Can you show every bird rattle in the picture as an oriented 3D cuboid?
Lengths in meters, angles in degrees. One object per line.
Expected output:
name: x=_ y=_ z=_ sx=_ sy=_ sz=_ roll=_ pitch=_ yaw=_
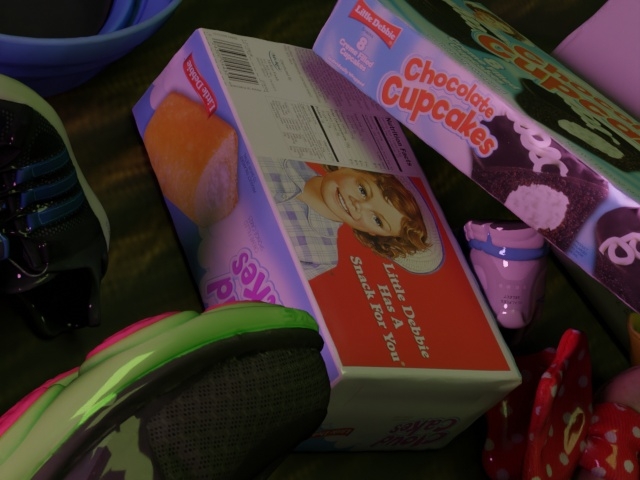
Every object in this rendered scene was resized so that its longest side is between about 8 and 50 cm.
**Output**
bird rattle: x=0.225 y=0.141 z=1.142 sx=0.253 sy=0.143 sz=0.207 roll=-17 pitch=82 yaw=-47

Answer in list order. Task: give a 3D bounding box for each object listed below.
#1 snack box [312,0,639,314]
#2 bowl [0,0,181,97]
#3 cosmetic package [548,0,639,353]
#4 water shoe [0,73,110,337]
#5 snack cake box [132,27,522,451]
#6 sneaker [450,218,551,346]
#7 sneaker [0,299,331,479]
snack box: x=0.164 y=-0.053 z=1.124 sx=0.322 sy=0.060 sz=0.187 roll=41 pitch=21 yaw=23
bowl: x=-0.263 y=-0.249 z=1.112 sx=0.391 sy=0.077 sz=0.391 roll=25 pitch=40 yaw=-23
cosmetic package: x=0.347 y=0.020 z=1.284 sx=0.161 sy=0.230 sz=0.453 roll=-16 pitch=66 yaw=-50
water shoe: x=-0.157 y=-0.016 z=0.908 sx=0.203 sy=0.073 sz=0.080 roll=55 pitch=23 yaw=-58
snack cake box: x=0.000 y=0.000 z=1.096 sx=0.152 sy=0.089 sz=0.264 roll=7 pitch=49 yaw=-42
sneaker: x=0.119 y=0.030 z=1.167 sx=0.071 sy=0.083 sz=0.190 roll=3 pitch=-2 yaw=6
sneaker: x=-0.120 y=0.204 z=0.729 sx=0.202 sy=0.185 sz=0.483 roll=45 pitch=45 yaw=-8
